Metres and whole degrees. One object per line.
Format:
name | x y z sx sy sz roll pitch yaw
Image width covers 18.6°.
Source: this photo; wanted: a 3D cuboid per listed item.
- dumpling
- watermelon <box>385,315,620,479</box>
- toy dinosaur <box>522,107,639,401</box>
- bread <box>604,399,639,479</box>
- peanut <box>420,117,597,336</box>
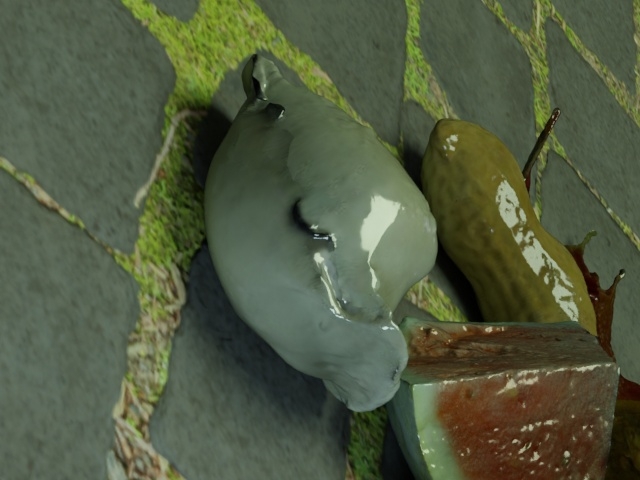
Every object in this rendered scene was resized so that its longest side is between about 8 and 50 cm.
dumpling | 0.006 0.000 1.467 0.227 0.175 0.243 76 23 -57
watermelon | 0.146 0.144 1.573 0.260 0.176 0.256 4 48 -25
toy dinosaur | 0.285 0.036 1.937 0.206 0.113 0.327 -2 68 -60
bread | 0.302 0.241 1.724 0.210 0.110 0.192 17 45 -12
peanut | 0.167 0.008 1.775 0.263 0.101 0.117 59 8 -6
